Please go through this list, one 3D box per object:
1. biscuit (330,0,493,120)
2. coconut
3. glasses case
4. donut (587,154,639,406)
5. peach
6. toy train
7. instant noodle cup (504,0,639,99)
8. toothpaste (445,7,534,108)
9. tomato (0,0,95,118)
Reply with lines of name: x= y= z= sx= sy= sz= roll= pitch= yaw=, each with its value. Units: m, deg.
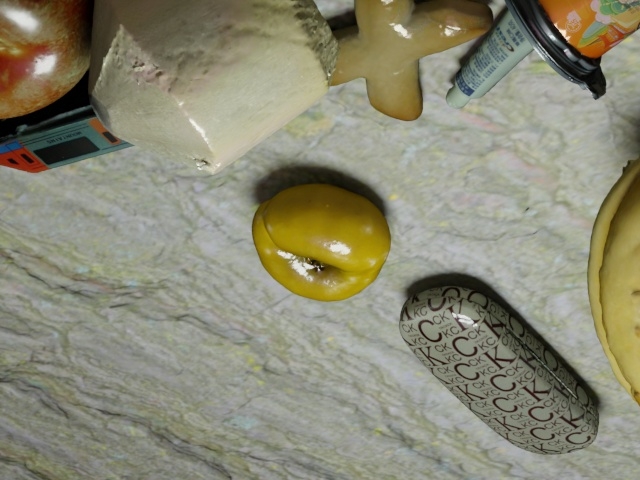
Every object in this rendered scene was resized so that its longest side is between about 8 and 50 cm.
biscuit: x=0.072 y=-0.212 z=1.718 sx=0.164 sy=0.047 sz=0.208 roll=25 pitch=146 yaw=-10
coconut: x=-0.123 y=-0.191 z=1.625 sx=0.244 sy=0.239 sz=0.239 roll=-36 pitch=130 yaw=0
glasses case: x=0.242 y=0.178 z=2.145 sx=0.137 sy=0.085 sz=0.355 roll=-18 pitch=132 yaw=37
donut: x=0.481 y=0.042 z=1.642 sx=0.449 sy=0.198 sz=0.448 roll=8 pitch=104 yaw=32
peach: x=0.000 y=0.000 z=1.989 sx=0.179 sy=0.103 sz=0.179 roll=13 pitch=143 yaw=10
toy train: x=-0.241 y=-0.154 z=1.893 sx=0.409 sy=0.086 sz=0.089 roll=-13 pitch=137 yaw=35
instant noodle cup: x=0.257 y=-0.252 z=1.507 sx=0.125 sy=0.177 sz=0.208 roll=-30 pitch=113 yaw=28
toothpaste: x=0.192 y=-0.201 z=1.693 sx=0.062 sy=0.037 sz=0.216 roll=55 pitch=144 yaw=10
tomato: x=-0.358 y=-0.267 z=1.674 sx=0.270 sy=0.222 sz=0.270 roll=-2 pitch=144 yaw=-2
